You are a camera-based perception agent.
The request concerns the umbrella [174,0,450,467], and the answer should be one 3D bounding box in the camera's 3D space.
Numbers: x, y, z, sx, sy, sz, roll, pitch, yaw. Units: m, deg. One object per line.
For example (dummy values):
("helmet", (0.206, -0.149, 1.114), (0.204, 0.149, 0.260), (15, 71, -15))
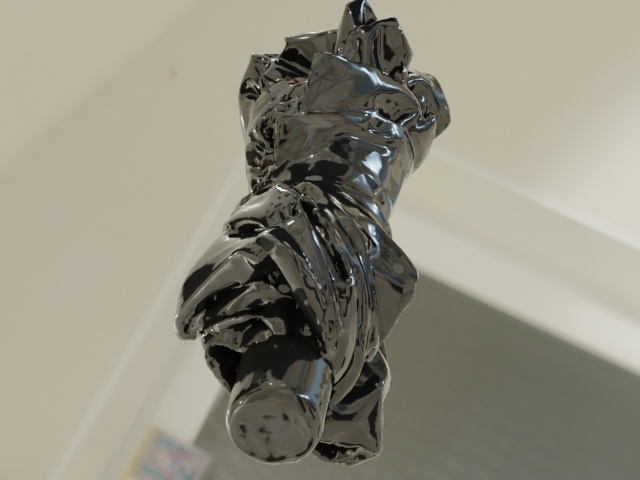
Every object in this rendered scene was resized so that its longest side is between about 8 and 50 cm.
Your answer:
("umbrella", (0.000, 0.000, 0.818), (0.272, 0.110, 0.122), (-82, 1, -54))
